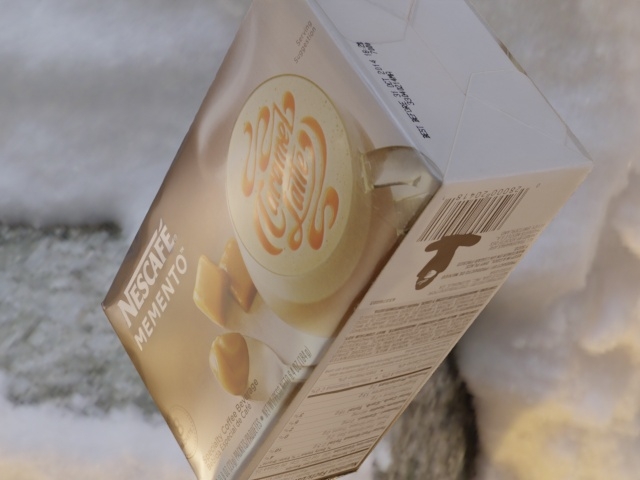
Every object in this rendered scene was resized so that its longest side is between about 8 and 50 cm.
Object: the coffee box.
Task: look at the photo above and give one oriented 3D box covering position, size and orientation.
[{"bbox_3d":[0.000,0.000,0.702,0.141,0.098,0.246,58,136,26],"label":"coffee box"}]
